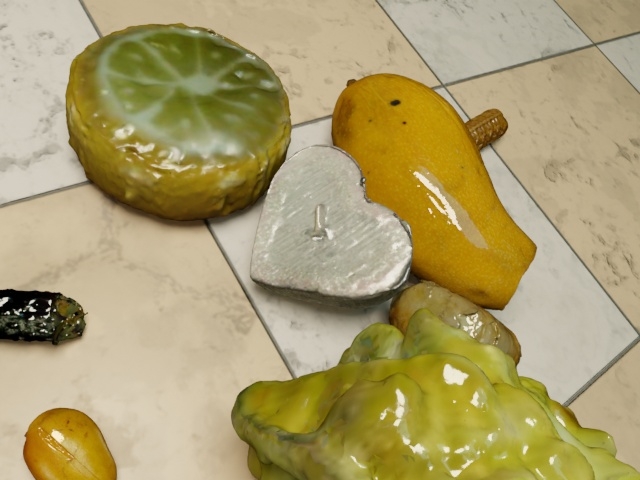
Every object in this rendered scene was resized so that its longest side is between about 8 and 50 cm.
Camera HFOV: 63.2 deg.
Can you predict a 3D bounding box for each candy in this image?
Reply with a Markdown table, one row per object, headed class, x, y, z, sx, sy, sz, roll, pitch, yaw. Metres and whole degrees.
| class | x | y | z | sx | sy | sz | roll | pitch | yaw |
| --- | --- | --- | --- | --- | --- | --- | --- | --- | --- |
| candy | -0.160 | -0.143 | 0.608 | 0.259 | 0.118 | 0.260 | 10 | 53 | -14 |

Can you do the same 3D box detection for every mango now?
| class | x | y | z | sx | sy | sz | roll | pitch | yaw |
| --- | --- | --- | --- | --- | --- | --- | --- | --- | --- |
| mango | 0.128 | -0.071 | 0.654 | 0.187 | 0.144 | 0.359 | -14 | 64 | -21 |
| mango | -0.208 | 0.181 | 0.436 | 0.089 | 0.046 | 0.060 | 42 | 54 | 0 |

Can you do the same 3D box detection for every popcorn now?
| class | x | y | z | sx | sy | sz | roll | pitch | yaw |
| --- | --- | --- | --- | --- | --- | --- | --- | --- | --- |
| popcorn | 0.078 | 0.202 | 0.407 | 0.312 | 0.312 | 0.312 | 10 | 58 | -16 |

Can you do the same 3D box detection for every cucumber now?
| class | x | y | z | sx | sy | sz | roll | pitch | yaw |
| --- | --- | --- | --- | --- | --- | --- | --- | --- | --- |
| cucumber | -0.308 | 0.063 | 0.463 | 0.181 | 0.053 | 0.053 | 9 | 59 | -14 |

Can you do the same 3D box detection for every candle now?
| class | x | y | z | sx | sy | sz | roll | pitch | yaw |
| --- | --- | --- | --- | --- | --- | --- | --- | --- | --- |
| candle | 0.000 | 0.000 | 0.566 | 0.168 | 0.068 | 0.192 | -33 | 69 | 0 |

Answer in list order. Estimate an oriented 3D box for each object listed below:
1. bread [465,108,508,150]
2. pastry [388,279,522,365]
| class | x | y | z | sx | sy | sz | roll | pitch | yaw |
| --- | --- | --- | --- | --- | --- | --- | --- | --- | --- |
| bread | 0.242 | -0.164 | 0.819 | 0.157 | 0.044 | 0.052 | -33 | 83 | -33 |
| pastry | 0.145 | 0.102 | 0.570 | 0.153 | 0.153 | 0.081 | 32 | 75 | -2 |
